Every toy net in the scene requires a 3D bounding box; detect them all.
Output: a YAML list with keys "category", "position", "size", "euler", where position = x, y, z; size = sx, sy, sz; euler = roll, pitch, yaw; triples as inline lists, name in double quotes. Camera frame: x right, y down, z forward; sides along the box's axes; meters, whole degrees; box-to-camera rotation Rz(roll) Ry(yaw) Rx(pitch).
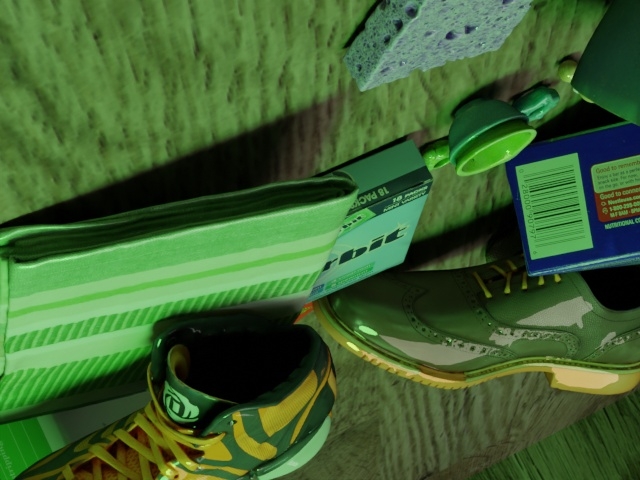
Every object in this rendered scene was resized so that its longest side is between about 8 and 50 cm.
- category: "toy net"
  position: [0.185, -0.098, 1.452]
  size: [0.232, 0.045, 0.122]
  euler: [-21, 163, -25]

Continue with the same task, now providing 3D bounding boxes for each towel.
- category: "towel"
  position: [-0.122, 0.046, 1.333]
  size: [0.247, 0.038, 0.325]
  euler: [-11, 159, -16]

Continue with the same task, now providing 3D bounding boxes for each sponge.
- category: "sponge"
  position: [0.103, -0.169, 1.115]
  size: [0.117, 0.031, 0.210]
  euler: [-18, 162, -31]

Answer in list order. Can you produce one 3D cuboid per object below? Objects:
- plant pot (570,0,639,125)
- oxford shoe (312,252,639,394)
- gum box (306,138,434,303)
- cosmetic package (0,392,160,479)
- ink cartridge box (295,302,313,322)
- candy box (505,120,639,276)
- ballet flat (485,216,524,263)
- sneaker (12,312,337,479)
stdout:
- category: "plant pot"
  position: [0.334, -0.145, 1.221]
  size: [0.290, 0.290, 0.195]
  euler: [-2, 115, -57]
- category: "oxford shoe"
  position: [0.164, 0.051, 1.701]
  size: [0.363, 0.130, 0.133]
  euler: [4, 129, -30]
- category: "gum box"
  position: [0.000, 0.000, 1.455]
  size: [0.157, 0.041, 0.184]
  euler: [-23, 164, -12]
- category: "cosmetic package"
  position: [-0.270, 0.276, 1.594]
  size: [0.365, 0.197, 0.155]
  euler: [-38, 162, 28]
- category: "ink cartridge box"
  position: [-0.082, 0.119, 1.695]
  size: [0.179, 0.045, 0.145]
  euler: [-36, 163, 35]
- category: "candy box"
  position: [0.356, -0.051, 1.600]
  size: [0.268, 0.122, 0.317]
  euler: [-12, 174, 35]
- category: "ballet flat"
  position: [0.216, -0.002, 1.783]
  size: [0.084, 0.058, 0.250]
  euler: [-23, 164, -16]
- category: "sneaker"
  position: [-0.132, 0.148, 1.356]
  size: [0.321, 0.124, 0.180]
  euler: [-33, 157, -17]
